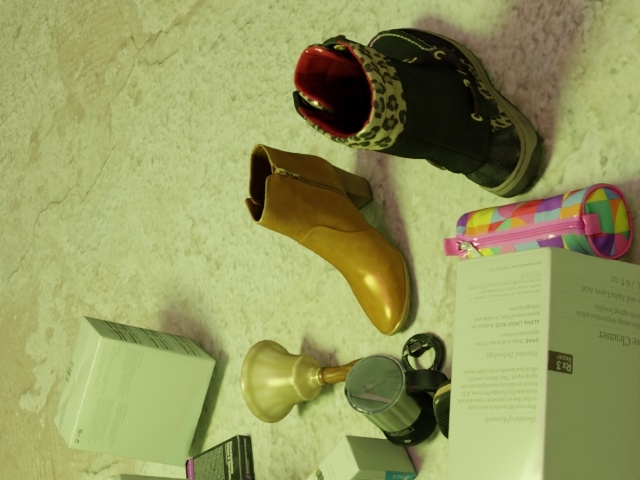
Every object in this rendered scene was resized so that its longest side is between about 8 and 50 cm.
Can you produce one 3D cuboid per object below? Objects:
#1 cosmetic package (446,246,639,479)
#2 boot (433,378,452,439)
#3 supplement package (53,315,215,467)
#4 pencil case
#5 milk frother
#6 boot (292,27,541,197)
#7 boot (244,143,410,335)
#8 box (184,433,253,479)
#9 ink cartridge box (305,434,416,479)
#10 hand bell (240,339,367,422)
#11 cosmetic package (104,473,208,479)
[{"bbox_3d":[0.264,0.215,1.450,0.156,0.217,0.384,-13,71,51],"label":"cosmetic package"},{"bbox_3d":[0.180,0.176,1.592,0.077,0.198,0.137,-26,53,16],"label":"boot"},{"bbox_3d":[-0.314,0.251,2.196,0.149,0.203,0.194,28,102,65],"label":"supplement package"},{"bbox_3d":[0.267,-0.006,1.607,0.236,0.104,0.104,-15,69,50],"label":"pencil case"},{"bbox_3d":[0.104,0.179,1.736,0.129,0.135,0.143,-29,55,9],"label":"milk frother"},{"bbox_3d":[0.091,-0.203,1.736,0.138,0.284,0.377,-59,41,23],"label":"boot"},{"bbox_3d":[0.000,-0.001,1.863,0.104,0.211,0.295,-46,47,37],"label":"boot"},{"bbox_3d":[-0.164,0.392,2.122,0.162,0.029,0.116,-33,54,46],"label":"box"},{"bbox_3d":[0.035,0.349,1.805,0.181,0.104,0.061,-53,43,31],"label":"ink cartridge box"},{"bbox_3d":[0.015,0.196,1.906,0.242,0.126,0.126,-10,72,38],"label":"hand bell"},{"bbox_3d":[-0.223,0.581,1.896,0.393,0.327,0.329,-48,46,36],"label":"cosmetic package"}]
